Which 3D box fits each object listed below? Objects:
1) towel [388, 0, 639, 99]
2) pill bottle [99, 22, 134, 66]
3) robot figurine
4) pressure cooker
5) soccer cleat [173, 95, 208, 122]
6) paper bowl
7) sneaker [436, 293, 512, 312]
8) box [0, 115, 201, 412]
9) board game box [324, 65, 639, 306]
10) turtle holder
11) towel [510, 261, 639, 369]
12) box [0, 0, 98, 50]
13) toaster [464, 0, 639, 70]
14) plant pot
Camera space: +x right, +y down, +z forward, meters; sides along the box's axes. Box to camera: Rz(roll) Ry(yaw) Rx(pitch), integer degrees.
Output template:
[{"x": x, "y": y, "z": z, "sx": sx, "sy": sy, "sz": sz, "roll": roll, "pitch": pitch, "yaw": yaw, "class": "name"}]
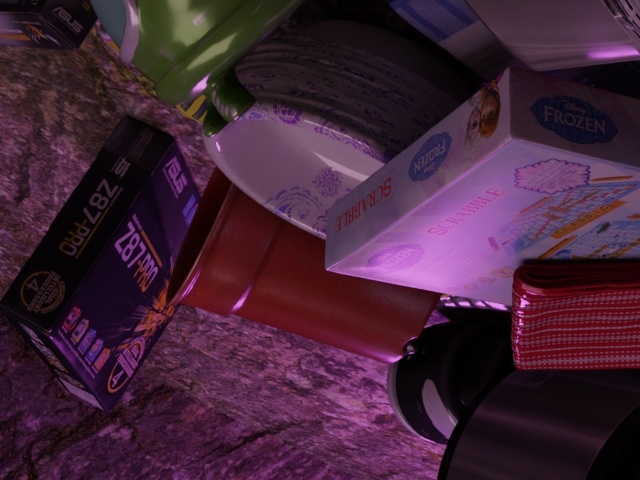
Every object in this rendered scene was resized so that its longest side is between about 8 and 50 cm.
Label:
[{"x": 0.207, "y": -0.153, "z": 1.409, "sx": 0.285, "sy": 0.034, "sz": 0.209, "roll": 34, "pitch": 165, "yaw": -11, "class": "towel"}, {"x": -0.212, "y": -0.226, "z": 1.878, "sx": 0.043, "sy": 0.043, "sz": 0.083, "roll": 13, "pitch": 158, "yaw": 44, "class": "pill bottle"}, {"x": 0.201, "y": 0.188, "z": 2.209, "sx": 0.209, "sy": 0.173, "sz": 0.278, "roll": 67, "pitch": 158, "yaw": -3, "class": "robot figurine"}, {"x": 0.369, "y": 0.319, "z": 1.821, "sx": 0.375, "sy": 0.370, "sz": 0.420, "roll": 34, "pitch": 166, "yaw": -27, "class": "pressure cooker"}, {"x": -0.106, "y": -0.190, "z": 1.728, "sx": 0.121, "sy": 0.093, "sz": 0.289, "roll": 18, "pitch": 162, "yaw": 14, "class": "soccer cleat"}, {"x": 0.039, "y": -0.107, "z": 1.606, "sx": 0.284, "sy": 0.148, "sz": 0.284, "roll": 23, "pitch": 162, "yaw": 8, "class": "paper bowl"}, {"x": 0.183, "y": 0.046, "z": 1.927, "sx": 0.121, "sy": 0.111, "sz": 0.300, "roll": 27, "pitch": 167, "yaw": -8, "class": "sneaker"}, {"x": -0.290, "y": 0.046, "z": 2.338, "sx": 0.097, "sy": 0.318, "sz": 0.395, "roll": 26, "pitch": 162, "yaw": 15, "class": "box"}, {"x": 0.213, "y": -0.024, "z": 1.403, "sx": 0.318, "sy": 0.066, "sz": 0.318, "roll": 12, "pitch": 156, "yaw": -24, "class": "board game box"}, {"x": -0.077, "y": -0.246, "z": 1.338, "sx": 0.227, "sy": 0.243, "sz": 0.320, "roll": 47, "pitch": -158, "yaw": -6, "class": "turtle holder"}, {"x": 0.276, "y": 0.076, "z": 1.520, "sx": 0.198, "sy": 0.031, "sz": 0.275, "roll": -1, "pitch": 159, "yaw": 6, "class": "towel"}, {"x": -0.266, "y": -0.274, "z": 1.582, "sx": 0.231, "sy": 0.183, "sz": 0.056, "roll": 10, "pitch": 154, "yaw": 47, "class": "box"}, {"x": 0.171, "y": -0.214, "z": 1.128, "sx": 0.146, "sy": 0.129, "sz": 0.227, "roll": 6, "pitch": 150, "yaw": 46, "class": "toaster"}, {"x": 0.000, "y": 0.000, "z": 1.856, "sx": 0.265, "sy": 0.272, "sz": 0.272, "roll": 24, "pitch": 165, "yaw": -9, "class": "plant pot"}]
